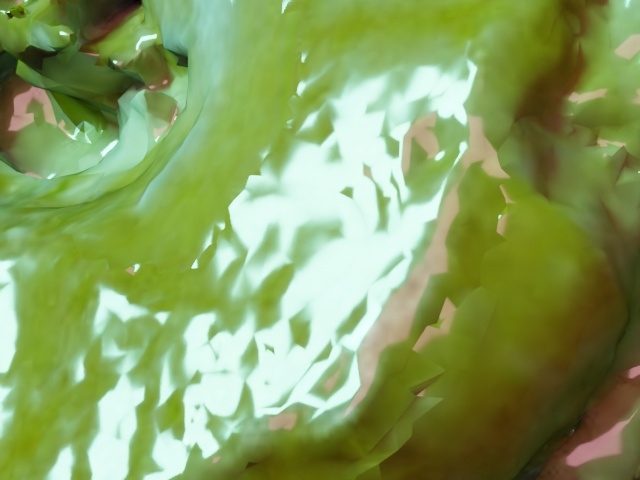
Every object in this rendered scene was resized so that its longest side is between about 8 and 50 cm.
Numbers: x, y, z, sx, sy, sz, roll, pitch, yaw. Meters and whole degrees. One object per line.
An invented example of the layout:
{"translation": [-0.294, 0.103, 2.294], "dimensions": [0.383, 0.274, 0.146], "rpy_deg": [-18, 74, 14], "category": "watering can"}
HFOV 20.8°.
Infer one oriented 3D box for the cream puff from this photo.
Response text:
{"translation": [0.000, 0.000, 0.515], "dimensions": [0.343, 0.231, 0.327], "rpy_deg": [-42, 48, 6], "category": "cream puff"}
